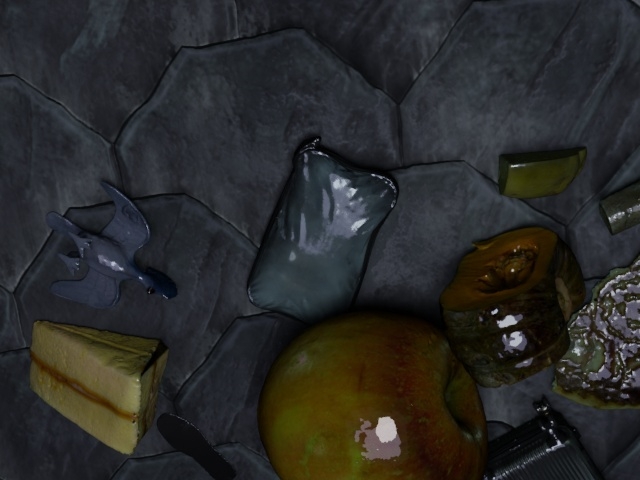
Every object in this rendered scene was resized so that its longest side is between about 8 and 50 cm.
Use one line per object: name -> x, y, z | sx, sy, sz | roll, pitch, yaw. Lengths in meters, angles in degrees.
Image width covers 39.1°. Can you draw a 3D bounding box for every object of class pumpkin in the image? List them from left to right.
pumpkin -> 0.289, 0.101, 1.428 | 0.222, 0.317, 0.139 | -16, 110, 30

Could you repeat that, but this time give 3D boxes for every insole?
insole -> -0.235, 0.395, 1.712 | 0.188, 0.004, 0.064 | 44, 105, -7

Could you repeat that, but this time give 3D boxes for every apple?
apple -> 0.086, 0.302, 1.489 | 0.374, 0.374, 0.384 | -29, 130, 12

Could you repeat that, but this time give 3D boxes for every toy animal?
toy animal -> -0.379, 0.032, 1.590 | 0.255, 0.176, 0.239 | 41, 104, 29

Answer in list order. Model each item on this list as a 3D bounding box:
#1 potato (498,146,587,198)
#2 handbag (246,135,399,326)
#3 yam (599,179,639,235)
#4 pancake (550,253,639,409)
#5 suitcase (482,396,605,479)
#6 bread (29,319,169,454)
potato -> 0.366, -0.100, 1.459 | 0.149, 0.120, 0.081 | -4, 104, 7
handbag -> 0.001, -0.002, 1.549 | 0.192, 0.075, 0.332 | 22, 110, 1
yam -> 0.543, -0.072, 1.480 | 0.169, 0.068, 0.068 | -25, 102, 13
pancake -> 0.584, 0.148, 1.550 | 0.427, 0.067, 0.305 | -42, 91, 15
suitcase -> 0.411, 0.455, 1.606 | 0.202, 0.128, 0.312 | -32, 101, 12
bread -> -0.423, 0.261, 1.611 | 0.264, 0.163, 0.167 | 9, 107, 3
